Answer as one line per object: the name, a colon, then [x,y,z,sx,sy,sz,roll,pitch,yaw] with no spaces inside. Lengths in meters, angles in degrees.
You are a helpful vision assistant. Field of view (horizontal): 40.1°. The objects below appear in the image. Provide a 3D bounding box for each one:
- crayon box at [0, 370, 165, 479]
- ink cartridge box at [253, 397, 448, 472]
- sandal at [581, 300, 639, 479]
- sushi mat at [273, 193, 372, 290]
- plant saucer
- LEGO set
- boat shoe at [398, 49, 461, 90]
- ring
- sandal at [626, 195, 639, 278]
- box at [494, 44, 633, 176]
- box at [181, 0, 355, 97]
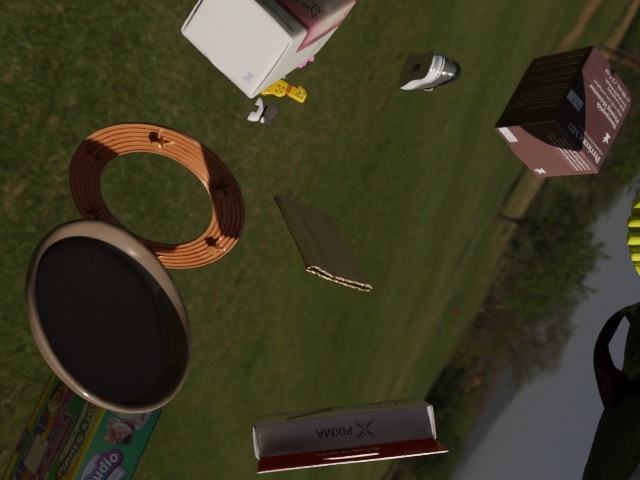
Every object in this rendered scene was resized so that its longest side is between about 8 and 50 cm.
crayon box: [-0.427,0.385,1.491,0.313,0.106,0.363,6,-110,57]
ink cartridge box: [0.036,0.287,1.317,0.239,0.275,0.060,109,-25,-83]
sandal: [0.491,0.201,1.366,0.167,0.107,0.446,-47,-172,50]
sushi mat: [0.000,0.000,1.873,0.019,0.151,0.316,-59,-151,20]
plant saucer: [-0.284,0.103,1.178,0.041,0.278,0.278,-28,-174,29]
LEGO set: [-0.070,-0.360,2.003,0.227,0.093,0.087,-63,-173,-11]
boat shoe: [0.213,-0.330,1.738,0.219,0.070,0.078,-143,-110,-74]
ring: [-0.305,-0.069,1.611,0.032,0.336,0.337,-73,179,-48]
sandal: [0.506,-0.078,1.219,0.138,0.126,0.317,31,70,-60]
box: [0.505,-0.263,1.814,0.167,0.168,0.203,1,-125,55]
box: [-0.074,-0.344,1.338,0.127,0.148,0.232,-46,-178,39]
